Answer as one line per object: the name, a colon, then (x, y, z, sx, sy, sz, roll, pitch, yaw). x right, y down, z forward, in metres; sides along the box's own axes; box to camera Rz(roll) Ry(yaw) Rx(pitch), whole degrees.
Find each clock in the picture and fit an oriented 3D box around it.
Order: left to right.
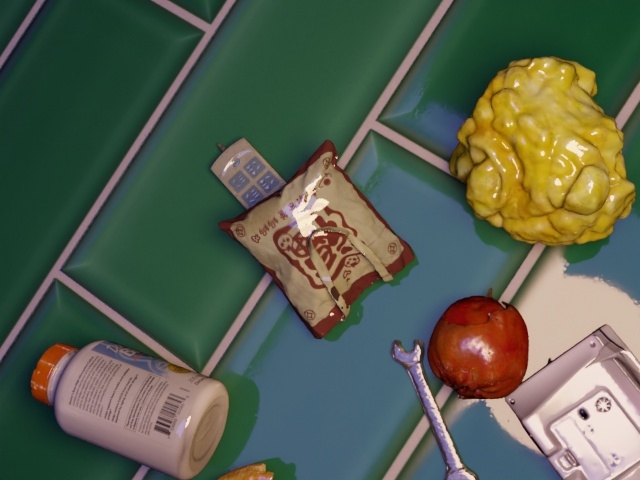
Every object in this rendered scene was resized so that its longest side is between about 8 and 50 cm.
clock: (0.400, 0.265, 1.109, 0.186, 0.083, 0.253, -37, 75, 6)

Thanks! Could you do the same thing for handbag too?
handbag: (0.000, 0.000, 1.212, 0.213, 0.127, 0.235, -39, 96, 2)

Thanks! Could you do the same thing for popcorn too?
popcorn: (0.308, -0.105, 1.118, 0.235, 0.242, 0.250, -23, 64, -7)

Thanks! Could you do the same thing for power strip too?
power strip: (-0.098, -0.084, 1.314, 0.080, 0.029, 0.227, -44, 74, 3)

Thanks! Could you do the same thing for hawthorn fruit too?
hawthorn fruit: (0.230, 0.142, 1.147, 0.148, 0.148, 0.172, 18, 63, 16)

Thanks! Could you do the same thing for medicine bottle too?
medicine bottle: (-0.299, 0.249, 1.242, 0.289, 0.157, 0.157, 17, 85, 16)

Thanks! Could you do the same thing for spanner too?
spanner: (0.170, 0.263, 1.200, 0.054, 0.015, 0.254, -24, 76, 9)

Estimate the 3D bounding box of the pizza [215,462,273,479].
pizza: (-0.097, 0.438, 1.210, 0.154, 0.069, 0.194, -34, 81, 6)
